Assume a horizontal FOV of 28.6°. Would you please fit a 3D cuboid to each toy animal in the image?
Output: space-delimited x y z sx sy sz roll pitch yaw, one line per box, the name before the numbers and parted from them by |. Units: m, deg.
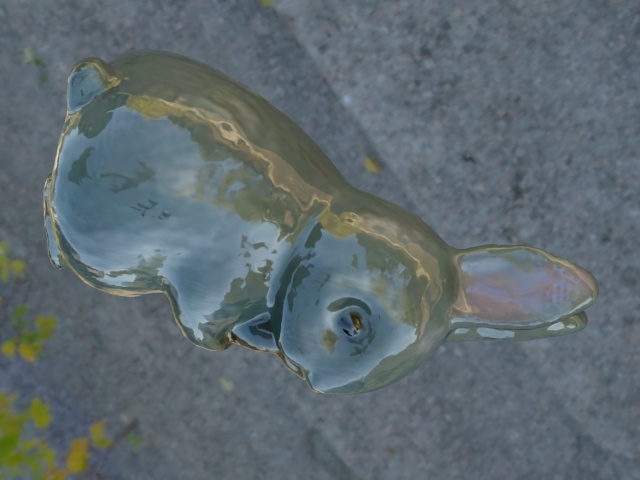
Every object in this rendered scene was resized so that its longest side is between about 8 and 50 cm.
toy animal | -0.009 0.005 0.533 0.236 0.108 0.138 26 154 15
